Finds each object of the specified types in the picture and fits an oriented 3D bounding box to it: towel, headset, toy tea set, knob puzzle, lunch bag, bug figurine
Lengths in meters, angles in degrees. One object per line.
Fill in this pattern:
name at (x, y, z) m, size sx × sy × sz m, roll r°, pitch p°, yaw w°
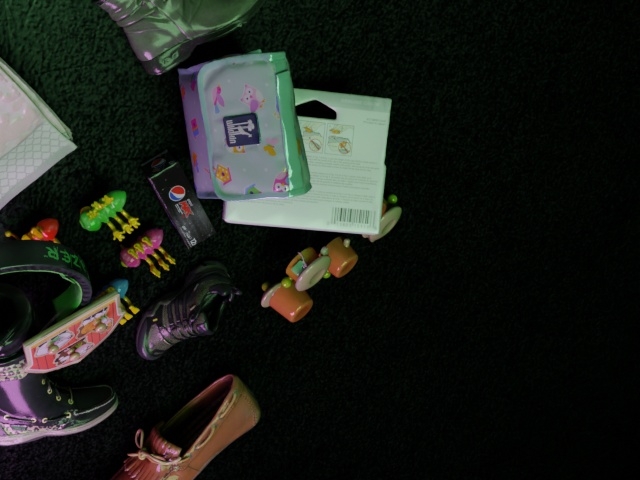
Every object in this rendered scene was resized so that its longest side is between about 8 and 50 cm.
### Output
towel at (-0.538, -0.110, 1.330) m, size 0.332 × 0.053 × 0.317 m, roll -40°, pitch 156°, yaw -3°
headset at (-0.539, 0.140, 1.457) m, size 0.394 × 0.185 × 0.243 m, roll -25°, pitch 152°, yaw 10°
toy tea set at (0.000, 0.000, 1.791) m, size 0.336 × 0.124 × 0.200 m, roll -45°, pitch 161°, yaw -2°
knob puzzle at (-0.406, 0.173, 1.579) m, size 0.213 × 0.030 × 0.213 m, roll -35°, pitch 164°, yaw -12°
lunch bag at (-0.110, -0.175, 1.444) m, size 0.160 × 0.262 × 0.224 m, roll -12°, pitch 101°, yaw -24°
bug figurine at (-0.376, 0.021, 1.578) m, size 0.216 × 0.072 × 0.279 m, roll -36°, pitch 137°, yaw 3°

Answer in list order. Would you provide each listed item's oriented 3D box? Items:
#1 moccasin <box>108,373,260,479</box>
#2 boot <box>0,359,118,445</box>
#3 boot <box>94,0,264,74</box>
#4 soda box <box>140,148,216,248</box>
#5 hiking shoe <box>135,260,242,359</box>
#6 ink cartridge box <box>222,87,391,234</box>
moccasin at (-0.291, 0.407, 1.840) m, size 0.380 × 0.139 × 0.147 m, roll -36°, pitch 130°, yaw -6°
boot at (-0.478, 0.257, 1.666) m, size 0.236 × 0.085 × 0.179 m, roll -12°, pitch 123°, yaw -24°
boot at (-0.205, -0.375, 1.423) m, size 0.246 × 0.083 × 0.161 m, roll -35°, pitch 125°, yaw -8°
soda box at (-0.242, -0.070, 1.613) m, size 0.060 × 0.053 × 0.169 m, roll -32°, pitch 131°, yaw -10°
hiking shoe at (-0.244, 0.141, 1.709) m, size 0.227 × 0.114 × 0.086 m, roll -47°, pitch 131°, yaw 4°
ink cartridge box at (-0.024, -0.139, 1.637) m, size 0.275 × 0.060 × 0.239 m, roll 5°, pitch 94°, yaw -9°
